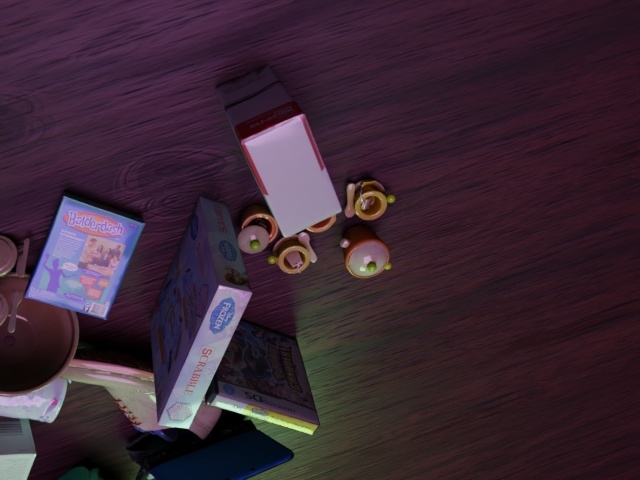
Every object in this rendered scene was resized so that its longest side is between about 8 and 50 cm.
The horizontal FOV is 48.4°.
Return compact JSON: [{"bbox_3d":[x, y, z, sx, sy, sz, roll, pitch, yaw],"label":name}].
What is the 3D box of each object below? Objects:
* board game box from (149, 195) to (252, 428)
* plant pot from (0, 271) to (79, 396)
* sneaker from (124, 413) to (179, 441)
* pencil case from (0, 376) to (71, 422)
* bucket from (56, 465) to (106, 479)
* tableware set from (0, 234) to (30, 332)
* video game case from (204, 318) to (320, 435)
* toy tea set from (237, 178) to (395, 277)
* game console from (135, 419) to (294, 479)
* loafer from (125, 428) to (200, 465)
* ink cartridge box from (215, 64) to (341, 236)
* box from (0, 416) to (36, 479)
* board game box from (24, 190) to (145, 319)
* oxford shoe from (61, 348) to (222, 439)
[{"bbox_3d":[-0.240,0.128,1.358,0.066,0.318,0.318,15,116,-25],"label":"board game box"},{"bbox_3d":[-0.602,0.189,1.390,0.237,0.237,0.110,17,155,-24],"label":"plant pot"},{"bbox_3d":[-0.388,0.414,1.632,0.144,0.053,0.059,38,117,4],"label":"sneaker"},{"bbox_3d":[-0.664,0.295,1.468,0.273,0.113,0.124,19,80,-24],"label":"pencil case"},{"bbox_3d":[-0.550,0.671,1.639,0.281,0.281,0.183,-40,113,10],"label":"bucket"},{"bbox_3d":[-0.613,0.084,1.326,0.128,0.194,0.039,3,155,-6],"label":"tableware set"},{"bbox_3d":[-0.135,0.267,1.495,0.248,0.275,0.035,24,115,-26],"label":"video game case"},{"bbox_3d":[0.000,0.000,1.458,0.336,0.124,0.200,-10,123,-9],"label":"toy tea set"},{"bbox_3d":[-0.248,0.537,1.616,0.293,0.173,0.250,-9,138,-40],"label":"game console"},{"bbox_3d":[-0.353,0.459,1.673,0.223,0.076,0.078,-30,133,8],"label":"loafer"},{"bbox_3d":[-0.079,-0.165,1.250,0.114,0.273,0.197,-25,124,-3],"label":"ink cartridge box"},{"bbox_3d":[-0.706,0.419,1.471,0.182,0.181,0.119,9,117,-38],"label":"box"},{"bbox_3d":[-0.453,0.031,1.372,0.160,0.047,0.210,21,98,-25],"label":"board game box"},{"bbox_3d":[-0.385,0.334,1.526,0.397,0.140,0.146,23,87,-25],"label":"oxford shoe"}]
